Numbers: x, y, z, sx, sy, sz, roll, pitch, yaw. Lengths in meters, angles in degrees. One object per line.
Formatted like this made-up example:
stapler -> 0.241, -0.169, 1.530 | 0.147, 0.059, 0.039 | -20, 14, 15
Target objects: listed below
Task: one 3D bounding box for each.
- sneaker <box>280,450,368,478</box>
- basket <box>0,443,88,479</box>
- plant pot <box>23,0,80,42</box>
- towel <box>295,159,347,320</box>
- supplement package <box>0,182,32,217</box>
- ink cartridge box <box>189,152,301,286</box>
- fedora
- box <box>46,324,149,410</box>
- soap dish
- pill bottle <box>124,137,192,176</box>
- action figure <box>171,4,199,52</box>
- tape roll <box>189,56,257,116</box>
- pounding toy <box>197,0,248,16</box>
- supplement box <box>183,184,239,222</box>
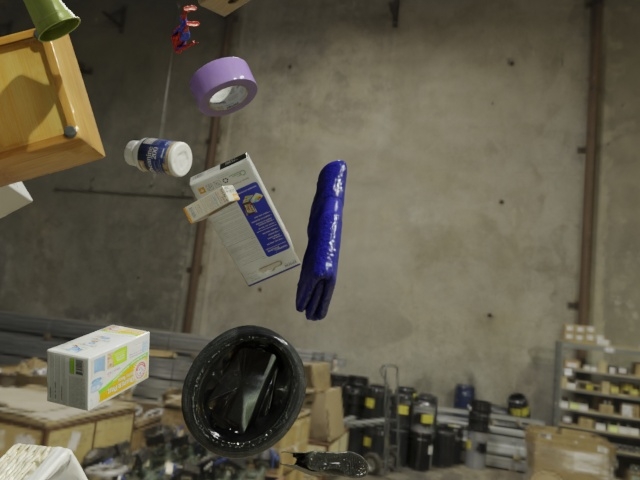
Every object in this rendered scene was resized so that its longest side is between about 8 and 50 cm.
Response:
sneaker -> 0.008, 0.466, 1.236 | 0.170, 0.051, 0.089 | 17, -29, -22
basket -> -0.392, 0.375, 0.820 | 0.103, 0.167, 0.113 | 4, 32, 23
plant pot -> -0.492, -0.413, 1.063 | 0.083, 0.079, 0.083 | -30, 11, 7
towel -> 0.000, 0.000, 1.317 | 0.076, 0.308, 0.227 | 8, -34, -2
supplement package -> -0.894, -0.161, 1.488 | 0.177, 0.175, 0.293 | -31, -5, -12
ink cartridge box -> -0.207, -0.052, 1.686 | 0.176, 0.371, 0.069 | -23, 28, 4
fedora -> -0.203, 0.391, 1.549 | 0.334, 0.334, 0.152 | 8, -14, -13
box -> -0.463, 0.263, 1.252 | 0.103, 0.114, 0.203 | 7, 9, 18
soap dish -> -0.593, -0.277, 1.193 | 0.229, 0.290, 0.118 | -18, -4, -8
pill bottle -> -0.313, -0.161, 1.135 | 0.120, 0.067, 0.067 | 10, -5, 23
action figure -> -0.205, -0.312, 0.894 | 0.030, 0.038, 0.115 | -15, 0, -28
tape roll -> -0.289, -0.458, 1.774 | 0.189, 0.080, 0.189 | -23, -12, -5
pounding toy -> -0.137, -0.463, 1.015 | 0.141, 0.130, 0.100 | -20, -6, 27
supplement box -> -0.222, -0.075, 1.211 | 0.098, 0.036, 0.062 | -27, 2, 13
